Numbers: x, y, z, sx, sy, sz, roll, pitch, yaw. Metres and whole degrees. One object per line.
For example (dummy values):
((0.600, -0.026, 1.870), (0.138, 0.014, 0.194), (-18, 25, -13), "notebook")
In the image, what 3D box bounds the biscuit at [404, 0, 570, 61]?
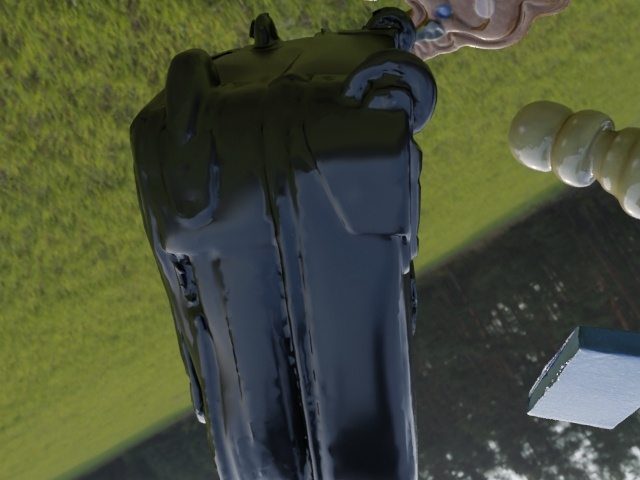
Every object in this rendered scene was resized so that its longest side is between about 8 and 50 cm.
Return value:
((0.209, -0.360, 0.994), (0.334, 0.202, 0.047), (-5, -139, 27), "biscuit")

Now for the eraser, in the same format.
((0.405, 0.206, 1.017), (0.144, 0.042, 0.311), (7, 151, 7), "eraser")

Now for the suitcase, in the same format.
((0.000, 0.000, 0.556), (0.189, 0.339, 0.345), (-5, -158, 6), "suitcase")

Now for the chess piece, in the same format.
((0.447, -0.141, 1.116), (0.167, 0.300, 0.167), (-29, 133, -36), "chess piece")
